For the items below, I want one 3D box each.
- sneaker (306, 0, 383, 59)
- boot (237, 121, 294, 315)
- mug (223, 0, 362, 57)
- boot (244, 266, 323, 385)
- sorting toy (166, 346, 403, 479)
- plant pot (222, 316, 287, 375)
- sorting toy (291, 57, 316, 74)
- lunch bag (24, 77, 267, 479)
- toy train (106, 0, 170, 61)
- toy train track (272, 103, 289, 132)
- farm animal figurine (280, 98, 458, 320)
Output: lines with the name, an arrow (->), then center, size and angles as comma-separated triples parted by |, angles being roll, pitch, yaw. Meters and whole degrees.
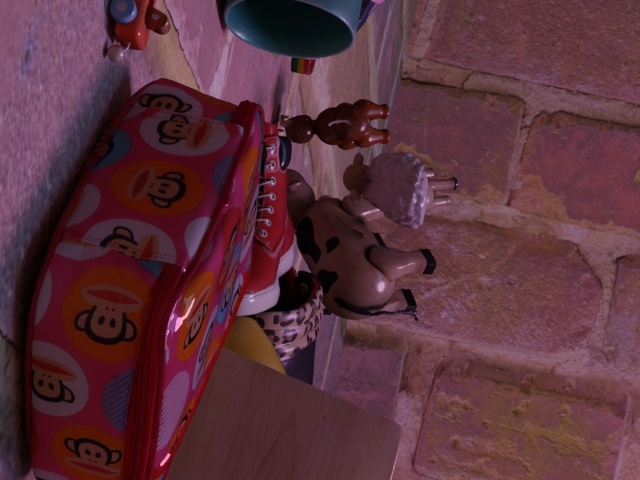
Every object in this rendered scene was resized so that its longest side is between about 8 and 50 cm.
sneaker -> 0.056, -0.350, 2.002 | 0.319, 0.112, 0.131 | -50, -179, -19
boot -> -0.079, -0.029, 1.745 | 0.244, 0.088, 0.176 | -64, 156, -69
mug -> -0.023, -0.251, 1.569 | 0.157, 0.130, 0.097 | 83, 16, -71
boot -> -0.066, 0.160, 1.925 | 0.377, 0.138, 0.284 | -71, 167, -73
sorting toy -> -0.082, 0.246, 1.488 | 0.089, 0.255, 0.257 | -40, -151, 58
plant pot -> -0.097, 0.132, 1.691 | 0.134, 0.134, 0.095 | 84, 0, -71
sorting toy -> 0.014, -0.317, 2.215 | 0.132, 0.046, 0.274 | 90, 13, -64
lunch bag -> -0.131, 0.049, 1.231 | 0.293, 0.120, 0.258 | -70, 173, -49
toy train -> -0.121, -0.201, 1.142 | 0.166, 0.046, 0.125 | 85, 17, -71
toy train track -> -0.052, -0.143, 2.064 | 0.083, 0.014, 0.048 | -58, 158, -72
farm animal figurine -> 0.000, 0.000, 2.011 | 0.327, 0.172, 0.330 | 46, -49, 51
